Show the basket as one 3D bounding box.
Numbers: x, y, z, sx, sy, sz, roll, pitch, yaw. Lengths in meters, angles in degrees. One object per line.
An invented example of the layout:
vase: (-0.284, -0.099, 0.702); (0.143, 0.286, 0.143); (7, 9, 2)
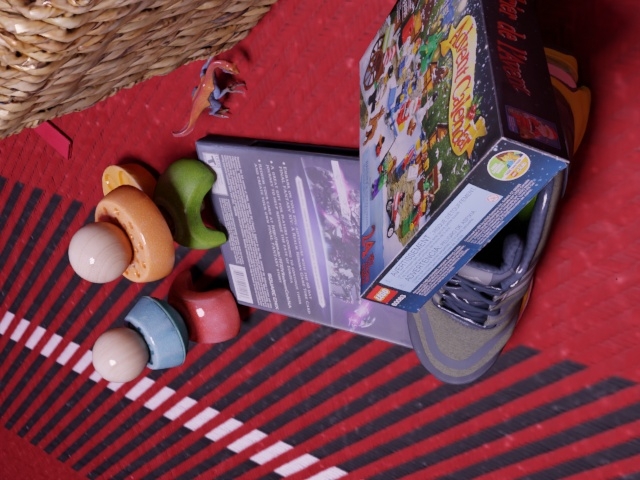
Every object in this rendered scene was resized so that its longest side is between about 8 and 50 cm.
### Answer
basket: (-0.154, -0.239, 0.573); (0.223, 0.299, 0.214); (-29, 95, 49)

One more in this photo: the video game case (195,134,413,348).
video game case: (0.000, 0.000, 0.796); (0.274, 0.026, 0.196); (10, 122, 36)

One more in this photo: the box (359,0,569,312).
box: (0.079, -0.092, 0.532); (0.044, 0.233, 0.159); (16, 139, -18)

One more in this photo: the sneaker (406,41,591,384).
sneaker: (0.116, 0.006, 0.612); (0.111, 0.121, 0.300); (15, 128, 14)

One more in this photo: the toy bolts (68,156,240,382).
toy bolts: (-0.209, 0.036, 0.881); (0.218, 0.158, 0.229); (15, 126, 44)

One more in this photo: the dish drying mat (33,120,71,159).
dish drying mat: (-0.342, -0.137, 1.014); (0.083, 0.008, 0.032); (39, 136, 14)

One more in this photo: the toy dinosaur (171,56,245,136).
toy dinosaur: (-0.102, -0.139, 0.765); (0.047, 0.090, 0.082); (30, 167, 2)
